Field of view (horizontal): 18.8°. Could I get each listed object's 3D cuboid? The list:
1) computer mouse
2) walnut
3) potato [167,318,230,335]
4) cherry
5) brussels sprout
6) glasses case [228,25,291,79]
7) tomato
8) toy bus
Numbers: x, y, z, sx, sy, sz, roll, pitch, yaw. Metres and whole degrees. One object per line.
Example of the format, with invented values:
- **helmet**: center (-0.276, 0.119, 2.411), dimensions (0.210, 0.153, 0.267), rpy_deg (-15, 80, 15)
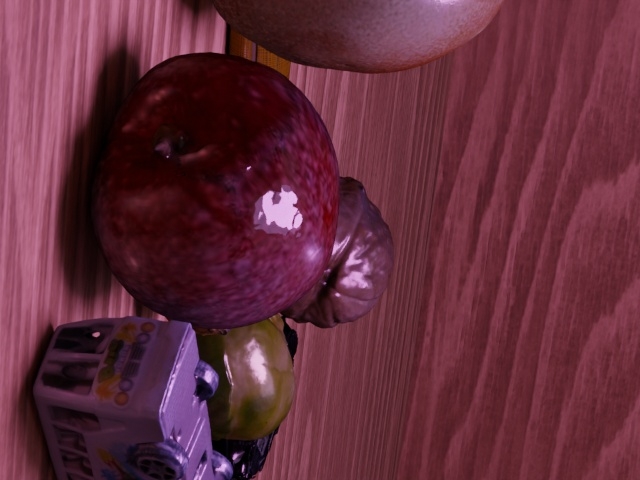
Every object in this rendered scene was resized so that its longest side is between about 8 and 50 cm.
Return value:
- **computer mouse**: center (-0.089, 0.193, 2.245), dimensions (0.146, 0.077, 0.241), rpy_deg (77, 28, -64)
- **walnut**: center (-0.001, 0.002, 2.271), dimensions (0.230, 0.178, 0.178), rpy_deg (-81, 176, -63)
- **potato**: center (-0.120, -0.010, 1.879), dimensions (0.164, 0.081, 0.200), rpy_deg (13, 85, -71)
- **cherry**: center (-0.085, -0.035, 1.678), dimensions (0.300, 0.203, 0.230), rpy_deg (60, 28, -58)
- **brussels sprout**: center (-0.094, 0.141, 2.048), dimensions (0.183, 0.131, 0.145), rpy_deg (55, 24, -75)
- **glasses case**: center (-0.061, -0.213, 2.033), dimensions (0.079, 0.064, 0.234), rpy_deg (-76, 171, -59)
- **tomato**: center (0.030, -0.296, 1.808), dimensions (0.239, 0.303, 0.303), rpy_deg (-65, 162, -60)
- **toy bus**: center (-0.160, 0.187, 1.690), dimensions (0.329, 0.136, 0.109), rpy_deg (87, 18, -53)
